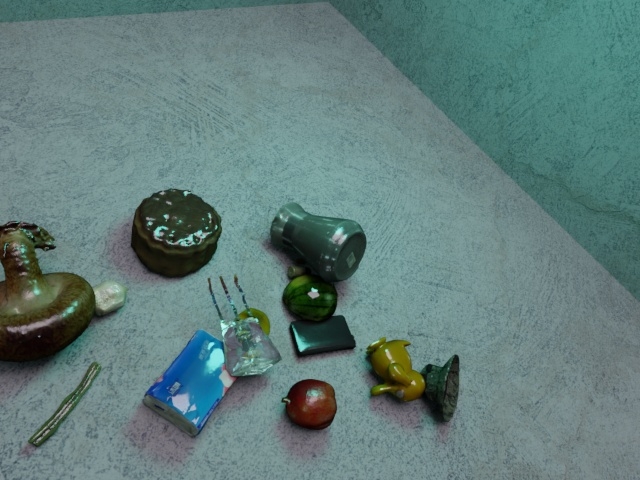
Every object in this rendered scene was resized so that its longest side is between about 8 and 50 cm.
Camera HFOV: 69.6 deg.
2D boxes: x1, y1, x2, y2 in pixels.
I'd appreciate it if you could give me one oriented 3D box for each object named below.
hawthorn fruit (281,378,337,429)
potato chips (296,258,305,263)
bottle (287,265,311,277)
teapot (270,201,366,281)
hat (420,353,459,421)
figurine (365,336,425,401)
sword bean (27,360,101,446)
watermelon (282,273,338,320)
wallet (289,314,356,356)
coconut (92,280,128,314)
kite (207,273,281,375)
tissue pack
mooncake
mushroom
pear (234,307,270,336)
[{"bbox_3d":[-0.041,0.535,1.512,0.188,0.169,0.169,7,52,-15],"label":"hawthorn fruit"},{"bbox_3d":[-0.022,0.074,1.952,0.204,0.037,0.026,-9,69,-34],"label":"potato chips"},{"bbox_3d":[-0.080,0.128,1.865,0.101,0.047,0.063,5,24,-39],"label":"bottle"},{"bbox_3d":[0.000,0.000,1.841,0.344,0.253,0.300,28,-1,32],"label":"teapot"},{"bbox_3d":[0.437,0.535,1.719,0.128,0.266,0.265,6,40,32],"label":"hat"},{"bbox_3d":[0.271,0.470,1.676,0.215,0.215,0.228,3,67,-21],"label":"figurine"},{"bbox_3d":[-0.733,0.471,1.342,0.043,0.038,0.269,46,46,-19],"label":"sword bean"},{"bbox_3d":[-0.024,0.205,1.783,0.232,0.127,0.204,5,40,-17],"label":"watermelon"},{"bbox_3d":[0.010,0.357,1.742,0.250,0.044,0.149,-4,51,-26],"label":"wallet"},{"bbox_3d":[-0.699,0.189,1.527,0.124,0.110,0.110,-27,68,-31],"label":"coconut"},{"bbox_3d":[-0.268,0.279,1.545,0.204,0.022,0.361,-5,63,-41],"label":"kite"},{"bbox_3d":[-0.389,0.438,1.445,0.209,0.137,0.270,33,49,4],"label":"tissue pack"},{"bbox_3d":[-0.537,-0.037,1.716,0.323,0.187,0.324,13,49,-15],"label":"mooncake"},{"bbox_3d":[-0.836,0.162,1.347,0.331,0.356,0.334,13,19,-32],"label":"mushroom"},{"bbox_3d":[-0.238,0.301,1.641,0.141,0.104,0.141,13,54,-18],"label":"pear"}]
